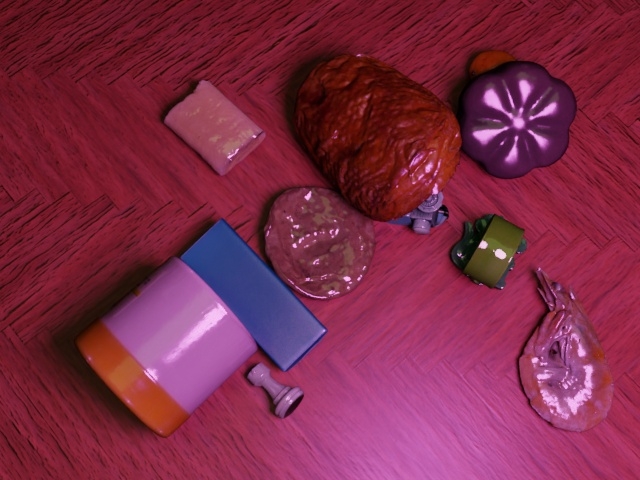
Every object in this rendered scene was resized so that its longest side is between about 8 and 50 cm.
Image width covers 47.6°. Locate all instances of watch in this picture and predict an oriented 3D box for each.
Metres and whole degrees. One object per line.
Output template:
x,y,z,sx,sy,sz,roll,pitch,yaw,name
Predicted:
0.332,0.006,1.406,0.131,0.152,0.165,31,76,10,watch

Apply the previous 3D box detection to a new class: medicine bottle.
-0.269,0.185,1.284,0.232,0.238,0.238,-43,79,-15,medicine bottle

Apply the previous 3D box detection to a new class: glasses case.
-0.126,0.104,1.397,0.117,0.070,0.301,-43,77,-1,glasses case

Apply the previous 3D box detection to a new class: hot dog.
0.112,-0.202,1.407,0.267,0.174,0.387,-48,54,10,hot dog

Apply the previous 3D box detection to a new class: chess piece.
-0.087,0.277,1.355,0.103,0.067,0.067,38,75,19,chess piece

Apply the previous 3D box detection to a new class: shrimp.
0.451,0.208,1.389,0.168,0.077,0.317,-16,77,-4,shrimp

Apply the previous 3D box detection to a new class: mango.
0.393,-0.338,1.551,0.165,0.089,0.115,45,67,8,mango

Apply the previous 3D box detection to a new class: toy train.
0.194,-0.134,1.482,0.159,0.101,0.248,10,71,17,toy train

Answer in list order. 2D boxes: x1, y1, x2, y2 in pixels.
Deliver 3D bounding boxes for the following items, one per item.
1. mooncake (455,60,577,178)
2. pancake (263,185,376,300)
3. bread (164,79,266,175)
0.393,-0.243,1.461,0.245,0.133,0.245,1,104,5,mooncake
0.000,0.000,1.451,0.241,0.050,0.242,3,75,-11,pancake
-0.218,-0.236,1.507,0.178,0.060,0.139,41,76,10,bread
